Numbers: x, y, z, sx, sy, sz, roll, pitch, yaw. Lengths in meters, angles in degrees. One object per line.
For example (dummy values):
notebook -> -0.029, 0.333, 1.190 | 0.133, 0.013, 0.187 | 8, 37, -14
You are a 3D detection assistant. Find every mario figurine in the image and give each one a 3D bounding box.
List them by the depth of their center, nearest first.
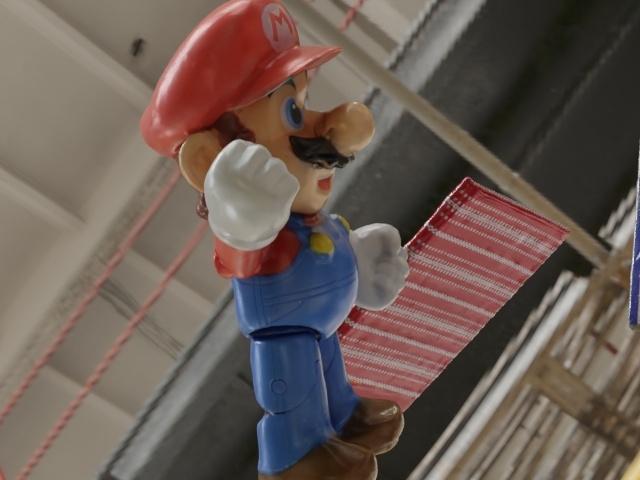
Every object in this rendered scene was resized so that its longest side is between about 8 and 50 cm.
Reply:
mario figurine -> 0.000, 0.000, 0.898 | 0.170, 0.198, 0.320 | -18, -77, -17

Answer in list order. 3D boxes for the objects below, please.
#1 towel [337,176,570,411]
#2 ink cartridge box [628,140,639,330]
towel -> 0.103, 0.061, 1.381 | 0.275, 0.031, 0.199 | -49, -36, 17
ink cartridge box -> 0.372, -0.051, 0.890 | 0.071, 0.330, 0.324 | 69, -153, -46
